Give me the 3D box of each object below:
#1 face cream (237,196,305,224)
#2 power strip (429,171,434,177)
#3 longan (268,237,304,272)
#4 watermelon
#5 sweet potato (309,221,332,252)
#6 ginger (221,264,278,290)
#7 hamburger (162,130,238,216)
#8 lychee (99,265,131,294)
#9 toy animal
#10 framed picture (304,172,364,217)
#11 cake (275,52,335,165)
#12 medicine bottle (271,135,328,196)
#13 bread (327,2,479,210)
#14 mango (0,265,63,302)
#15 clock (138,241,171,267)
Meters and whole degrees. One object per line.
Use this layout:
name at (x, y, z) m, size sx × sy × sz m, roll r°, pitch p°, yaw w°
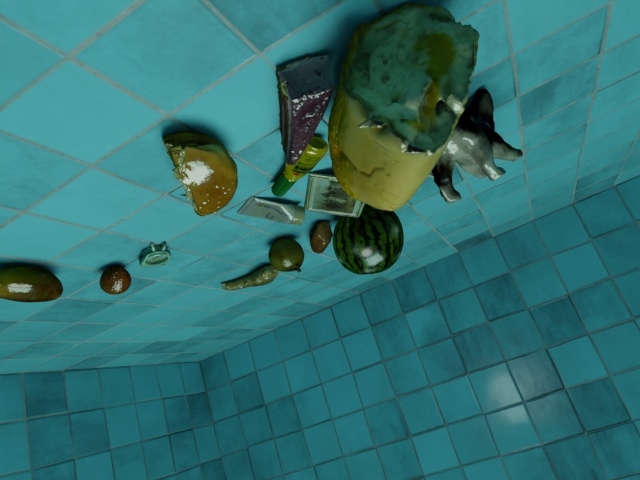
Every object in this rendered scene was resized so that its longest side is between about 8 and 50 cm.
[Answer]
face cream at (-0.164, -0.099, 1.642) m, size 0.223 × 0.070 × 0.114 m, roll 7°, pitch 149°, yaw -35°
power strip at (0.320, -0.275, 1.531) m, size 0.270 × 0.046 × 0.118 m, roll 4°, pitch 106°, yaw -48°
longan at (-0.133, 0.070, 1.956) m, size 0.154 × 0.176 × 0.145 m, roll -22°, pitch 152°, yaw -41°
watermelon at (0.184, -0.004, 1.879) m, size 0.284 × 0.286 × 0.285 m, roll -17°, pitch 161°, yaw -6°
sweet potato at (0.000, 0.000, 1.996) m, size 0.097 × 0.097 × 0.252 m, roll -15°, pitch 159°, yaw -11°
ginger at (-0.326, 0.185, 2.229) m, size 0.294 × 0.086 × 0.131 m, roll -18°, pitch -176°, yaw 13°
hamburger at (-0.286, -0.169, 1.198) m, size 0.156 × 0.144 × 0.283 m, roll -16°, pitch 159°, yaw -8°
lychee at (-0.728, 0.145, 1.709) m, size 0.101 × 0.115 × 0.140 m, roll 12°, pitch 138°, yaw 2°
toy animal at (0.423, -0.309, 1.386) m, size 0.194 × 0.303 × 0.344 m, roll -28°, pitch -176°, yaw 38°
framed picture at (0.054, -0.148, 1.641) m, size 0.216 × 0.017 × 0.274 m, roll 7°, pitch 158°, yaw -1°
cake at (-0.061, -0.294, 1.114) m, size 0.112 × 0.116 × 0.295 m, roll -7°, pitch 155°, yaw -20°
medicine bottle at (-0.073, -0.211, 1.402) m, size 0.094 × 0.064 × 0.260 m, roll -5°, pitch 157°, yaw -35°
bread at (0.138, -0.269, 1.050) m, size 0.250 × 0.362 × 0.394 m, roll 21°, pitch 157°, yaw -3°
mango at (-0.919, 0.135, 1.486) m, size 0.133 × 0.111 × 0.267 m, roll -9°, pitch 167°, yaw 21°
clock at (-0.578, 0.050, 1.681) m, size 0.101 × 0.041 × 0.135 m, roll -5°, pitch 156°, yaw -33°
